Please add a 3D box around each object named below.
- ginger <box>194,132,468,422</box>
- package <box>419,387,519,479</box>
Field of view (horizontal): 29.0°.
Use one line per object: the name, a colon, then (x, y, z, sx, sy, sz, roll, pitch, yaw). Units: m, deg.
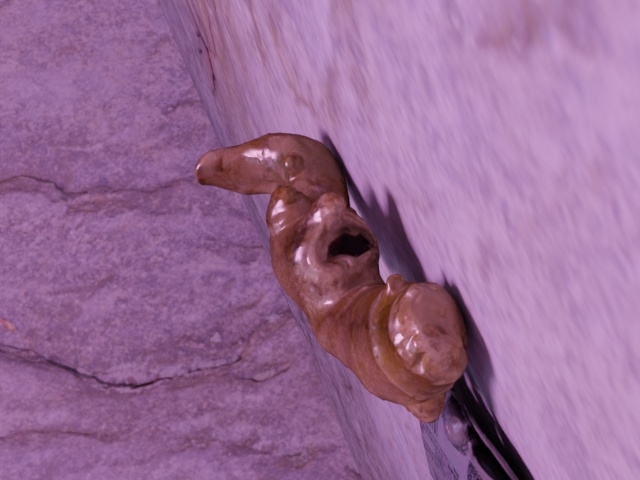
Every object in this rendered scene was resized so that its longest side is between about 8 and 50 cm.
ginger: (0.000, 0.000, 0.617, 0.089, 0.075, 0.288, 66, 173, -31)
package: (0.084, 0.138, 0.595, 0.171, 0.027, 0.173, 56, 169, 51)
